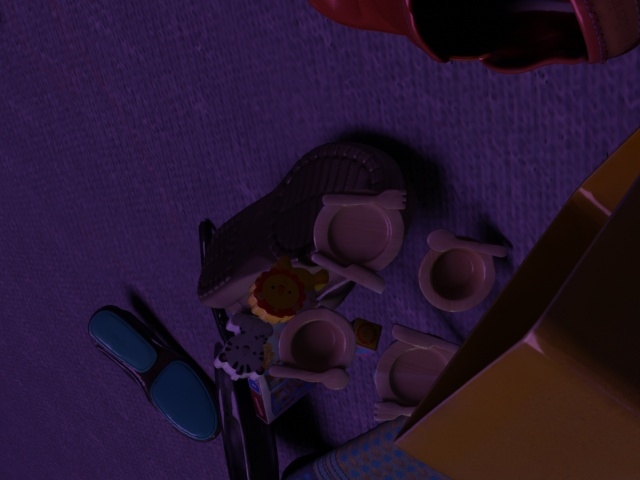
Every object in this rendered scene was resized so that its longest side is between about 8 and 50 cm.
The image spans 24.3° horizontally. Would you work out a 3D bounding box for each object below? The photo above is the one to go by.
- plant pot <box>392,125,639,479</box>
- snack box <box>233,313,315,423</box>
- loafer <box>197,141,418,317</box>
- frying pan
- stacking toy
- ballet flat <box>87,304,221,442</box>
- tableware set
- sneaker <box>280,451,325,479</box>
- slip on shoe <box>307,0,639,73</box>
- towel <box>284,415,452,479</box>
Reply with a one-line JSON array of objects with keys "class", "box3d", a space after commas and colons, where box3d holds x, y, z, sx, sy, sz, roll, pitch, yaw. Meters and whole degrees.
[{"class": "plant pot", "box3d": [0.196, 0.060, 0.775, 0.187, 0.212, 0.212, 38, 154, 1]}, {"class": "snack box", "box3d": [-0.043, 0.095, 1.386, 0.022, 0.064, 0.178, 34, 149, 33]}, {"class": "loafer", "box3d": [0.000, 0.000, 1.157, 0.092, 0.102, 0.268, 21, 157, -26]}, {"class": "frying pan", "box3d": [-0.088, 0.136, 1.530, 0.197, 0.053, 0.326, -169, 71, -79]}, {"class": "stacking toy", "box3d": [0.035, 0.089, 1.141, 0.221, 0.052, 0.167, 19, 157, -10]}, {"class": "ballet flat", "box3d": [-0.184, 0.151, 1.720, 0.203, 0.074, 0.074, 43, 154, 8]}, {"class": "tableware set", "box3d": [0.048, 0.047, 1.041, 0.020, 0.141, 0.168, -113, 39, -71]}, {"class": "sneaker", "box3d": [0.001, 0.260, 1.486, 0.124, 0.107, 0.283, 58, 153, 24]}, {"class": "slip on shoe", "box3d": [0.072, -0.150, 0.818, 0.331, 0.101, 0.123, 17, 139, 54]}, {"class": "towel", "box3d": [0.150, 0.233, 1.136, 0.271, 0.040, 0.370, 54, 139, -1]}]
